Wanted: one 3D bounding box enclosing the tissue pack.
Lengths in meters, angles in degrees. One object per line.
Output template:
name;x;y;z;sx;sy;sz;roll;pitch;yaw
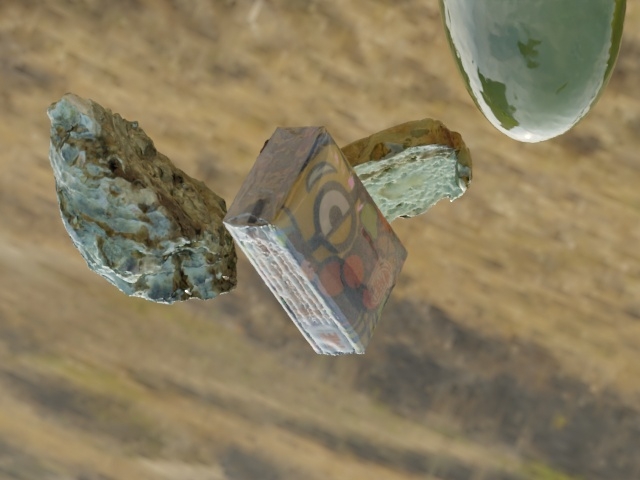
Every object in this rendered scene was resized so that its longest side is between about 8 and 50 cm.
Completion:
tissue pack;0.000;0.000;1.442;0.060;0.109;0.148;-4;134;38

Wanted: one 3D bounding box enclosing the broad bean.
broad bean;0.148;-0.200;1.338;0.189;0.121;0.263;16;122;54

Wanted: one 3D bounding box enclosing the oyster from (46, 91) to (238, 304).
oyster;-0.197;-0.037;2.107;0.112;0.198;0.267;-23;145;38

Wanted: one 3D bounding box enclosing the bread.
bread;0.064;-0.071;2.234;0.232;0.088;0.128;-21;135;8
